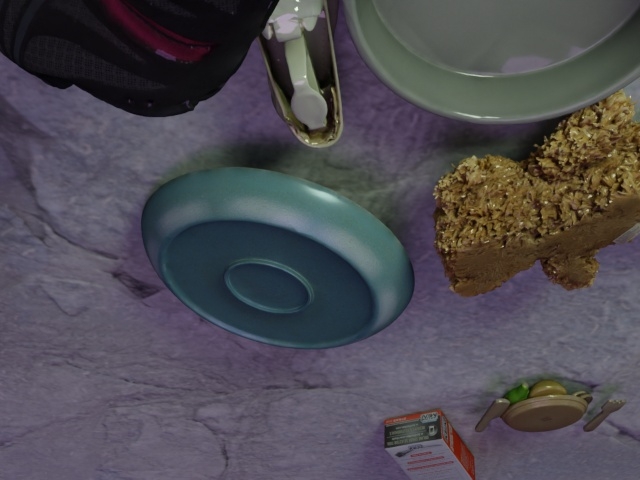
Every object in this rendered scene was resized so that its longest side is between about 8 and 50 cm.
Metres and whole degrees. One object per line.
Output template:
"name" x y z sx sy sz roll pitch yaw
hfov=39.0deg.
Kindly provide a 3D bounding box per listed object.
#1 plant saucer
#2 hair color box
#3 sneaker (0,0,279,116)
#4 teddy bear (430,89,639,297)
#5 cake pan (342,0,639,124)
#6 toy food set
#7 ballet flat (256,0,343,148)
"plant saucer" -0.055 0.039 1.013 0.317 0.044 0.317 11 144 8
"hair color box" 0.170 0.327 1.391 0.093 0.053 0.167 -15 139 19
"sneaker" -0.087 -0.193 0.588 0.483 0.185 0.202 6 145 47
"teddy bear" 0.276 -0.052 0.920 0.338 0.113 0.245 -25 141 17
"cake pan" 0.164 -0.220 0.746 0.293 0.054 0.293 1 140 1
"toy food set" 0.323 0.238 1.302 0.192 0.038 0.132 2 147 -10
"ballet flat" -0.020 -0.178 0.779 0.086 0.086 0.248 -6 139 9
